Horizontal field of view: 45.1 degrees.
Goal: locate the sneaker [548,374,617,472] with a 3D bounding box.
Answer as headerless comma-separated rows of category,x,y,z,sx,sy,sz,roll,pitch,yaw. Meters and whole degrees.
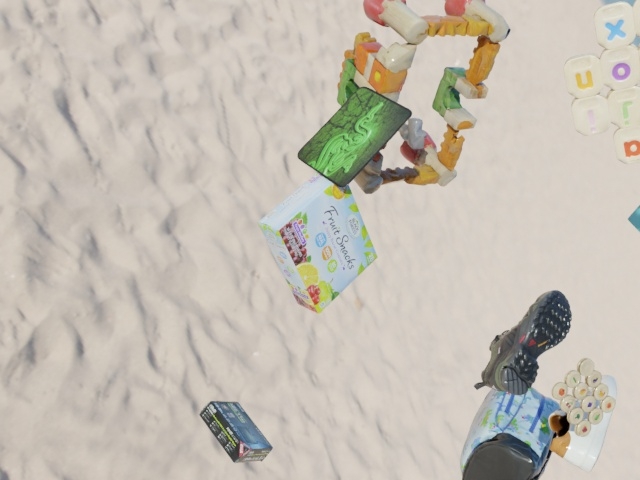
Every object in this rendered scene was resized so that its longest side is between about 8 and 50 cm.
sneaker,0.605,0.395,1.786,0.123,0.106,0.290,23,38,18

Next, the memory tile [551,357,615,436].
memory tile,0.539,0.321,1.572,0.148,0.113,0.012,55,-11,-20

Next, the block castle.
block castle,0.197,-0.340,1.735,0.303,0.453,0.213,-9,43,-28

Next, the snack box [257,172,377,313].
snack box,0.000,0.000,1.425,0.174,0.070,0.207,-41,129,-25

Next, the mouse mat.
mouse mat,0.059,-0.191,1.397,0.152,0.190,0.007,38,-6,42

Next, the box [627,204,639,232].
box,0.787,0.011,1.697,0.100,0.060,0.244,22,27,-24

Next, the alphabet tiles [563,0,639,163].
alphabet tiles,0.539,-0.257,1.217,0.021,0.284,0.278,-68,141,-53

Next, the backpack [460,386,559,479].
backpack,0.512,0.530,2.069,0.273,0.290,0.355,38,42,26

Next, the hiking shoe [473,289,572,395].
hiking shoe,0.348,0.170,1.345,0.227,0.114,0.086,-46,107,-28

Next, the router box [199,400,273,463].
router box,-0.155,0.352,1.423,0.122,0.038,0.092,46,11,28
